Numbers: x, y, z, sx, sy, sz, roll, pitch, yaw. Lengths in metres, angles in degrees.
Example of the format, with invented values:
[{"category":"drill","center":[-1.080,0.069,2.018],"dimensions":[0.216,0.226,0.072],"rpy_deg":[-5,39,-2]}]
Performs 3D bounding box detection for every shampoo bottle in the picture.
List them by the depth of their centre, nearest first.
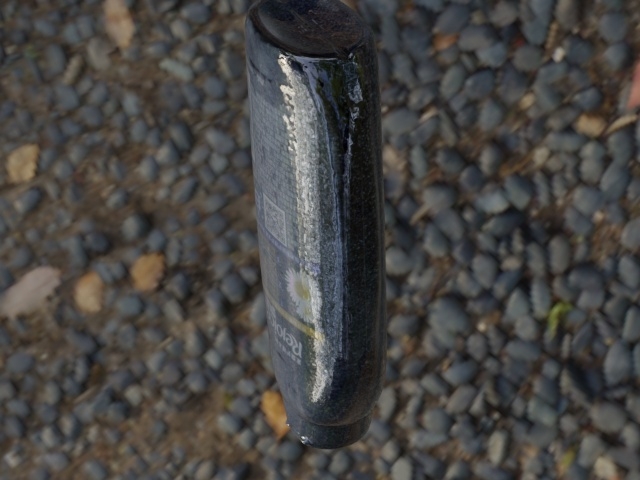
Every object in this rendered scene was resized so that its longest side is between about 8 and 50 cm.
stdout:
[{"category":"shampoo bottle","center":[0.000,0.000,0.763],"dimensions":[0.087,0.049,0.233],"rpy_deg":[46,148,47]}]
